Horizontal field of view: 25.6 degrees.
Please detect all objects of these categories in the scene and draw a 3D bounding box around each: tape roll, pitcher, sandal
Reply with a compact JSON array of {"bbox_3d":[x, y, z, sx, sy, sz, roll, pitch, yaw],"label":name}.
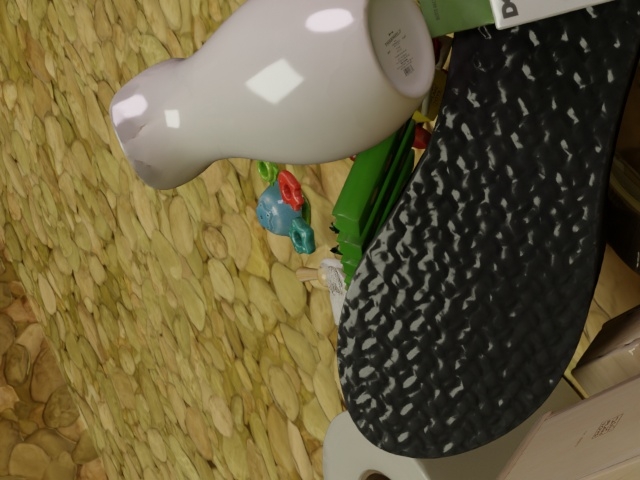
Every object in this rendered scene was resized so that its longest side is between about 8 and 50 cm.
[{"bbox_3d":[0.134,0.234,1.249,0.246,0.169,0.246,44,145,43],"label":"tape roll"},{"bbox_3d":[-0.019,-0.121,0.980,0.207,0.178,0.125,-15,113,35],"label":"pitcher"},{"bbox_3d":[0.139,-0.045,1.005,0.167,0.107,0.446,22,108,11],"label":"sandal"}]

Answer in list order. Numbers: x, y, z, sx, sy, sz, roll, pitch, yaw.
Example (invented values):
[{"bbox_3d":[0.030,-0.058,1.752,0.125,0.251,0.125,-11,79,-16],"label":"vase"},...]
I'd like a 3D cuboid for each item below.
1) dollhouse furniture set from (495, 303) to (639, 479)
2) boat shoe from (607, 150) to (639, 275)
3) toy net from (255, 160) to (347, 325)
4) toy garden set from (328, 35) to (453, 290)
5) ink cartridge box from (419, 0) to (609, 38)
[{"bbox_3d":[0.293,0.207,0.910,0.303,0.286,0.198,51,136,-5],"label":"dollhouse furniture set"},{"bbox_3d":[0.223,-0.027,1.028,0.153,0.048,0.056,50,137,45],"label":"boat shoe"},{"bbox_3d":[0.000,0.000,1.505,0.232,0.045,0.122,50,147,34],"label":"toy net"},{"bbox_3d":[0.050,-0.079,1.104,0.049,0.204,0.244,21,167,9],"label":"toy garden set"},{"bbox_3d":[0.147,-0.198,0.876,0.062,0.209,0.109,-43,-61,-68],"label":"ink cartridge box"}]
